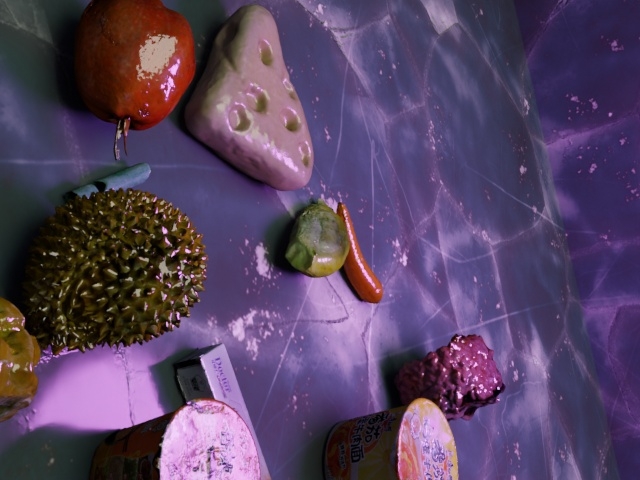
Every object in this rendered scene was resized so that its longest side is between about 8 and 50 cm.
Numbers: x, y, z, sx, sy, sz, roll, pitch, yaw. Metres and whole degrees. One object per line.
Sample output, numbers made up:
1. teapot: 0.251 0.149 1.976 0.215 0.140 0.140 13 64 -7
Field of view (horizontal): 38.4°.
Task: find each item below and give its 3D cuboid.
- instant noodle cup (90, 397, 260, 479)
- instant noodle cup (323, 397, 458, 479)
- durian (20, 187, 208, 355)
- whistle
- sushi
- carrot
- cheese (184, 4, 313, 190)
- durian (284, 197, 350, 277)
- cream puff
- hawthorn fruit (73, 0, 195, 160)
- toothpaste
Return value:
1. instant noodle cup: -0.232 0.367 1.425 0.230 0.182 0.230 26 57 -49
2. instant noodle cup: 0.145 0.469 1.926 0.264 0.200 0.264 25 58 -50
3. durian: -0.312 0.047 1.391 0.293 0.258 0.258 -14 89 -17
4. whistle: -0.355 -0.092 1.557 0.186 0.039 0.039 -34 106 -55
5. sushi: 0.313 0.350 2.202 0.270 0.236 0.170 4 51 -55
6. carrot: 0.078 0.041 2.112 0.062 0.066 0.271 -97 162 -65
7. cheese: -0.111 -0.280 1.908 0.328 0.130 0.351 44 46 -35
8. durian: 0.000 0.000 1.986 0.139 0.101 0.250 63 29 -15
9. cream puff: -0.465 0.150 1.186 0.221 0.195 0.194 -5 82 -61
10. hawthorn fruit: -0.319 -0.274 1.541 0.211 0.211 0.299 32 61 -46
11. toothpaste: -0.169 0.344 1.638 0.089 0.071 0.312 -27 99 -60
